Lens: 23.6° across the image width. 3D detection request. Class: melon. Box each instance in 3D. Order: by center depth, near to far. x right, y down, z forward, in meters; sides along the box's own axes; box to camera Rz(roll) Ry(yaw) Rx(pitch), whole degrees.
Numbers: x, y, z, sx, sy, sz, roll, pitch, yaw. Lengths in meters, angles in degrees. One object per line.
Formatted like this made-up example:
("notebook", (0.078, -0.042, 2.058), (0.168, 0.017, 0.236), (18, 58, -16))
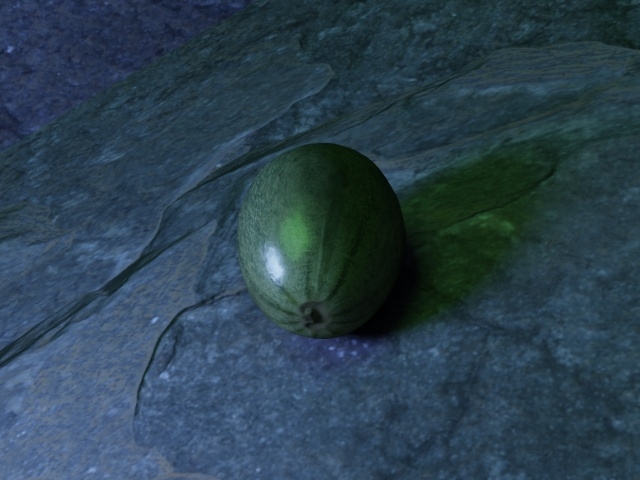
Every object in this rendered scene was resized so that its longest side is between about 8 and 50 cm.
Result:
("melon", (0.000, 0.000, 2.237), (0.249, 0.248, 0.329), (-21, 35, 18))
